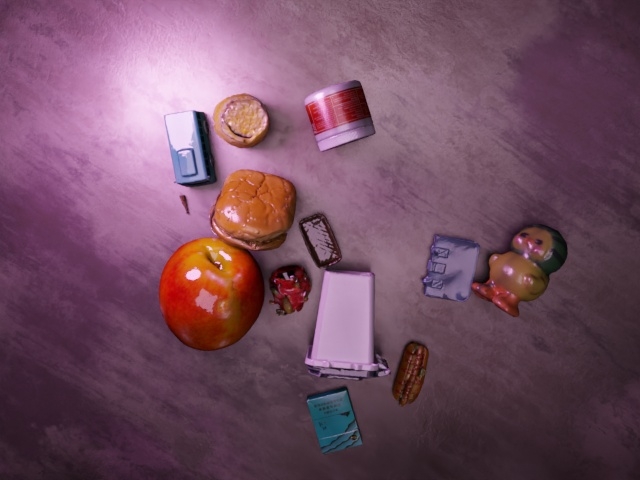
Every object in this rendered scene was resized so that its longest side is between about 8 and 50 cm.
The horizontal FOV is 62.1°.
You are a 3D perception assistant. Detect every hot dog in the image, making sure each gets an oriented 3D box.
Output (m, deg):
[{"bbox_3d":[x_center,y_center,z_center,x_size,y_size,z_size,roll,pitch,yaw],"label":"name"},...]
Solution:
[{"bbox_3d":[0.337,0.504,1.972,0.104,0.076,0.250,17,96,-2],"label":"hot dog"}]

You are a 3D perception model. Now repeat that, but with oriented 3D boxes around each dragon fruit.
[{"bbox_3d":[-0.114,0.182,1.900,0.167,0.160,0.172,-19,105,-38],"label":"dragon fruit"}]

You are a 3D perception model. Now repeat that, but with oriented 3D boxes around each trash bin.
[{"bbox_3d":[0.107,0.290,1.875,0.296,0.256,0.367,5,90,3],"label":"trash bin"}]

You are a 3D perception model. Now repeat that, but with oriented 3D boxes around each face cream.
[{"bbox_3d":[0.065,-0.416,1.780,0.201,0.201,0.187,-18,98,4],"label":"face cream"}]

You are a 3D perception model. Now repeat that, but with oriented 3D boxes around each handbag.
[{"bbox_3d":[0.464,0.100,1.917,0.179,0.062,0.229,9,99,4],"label":"handbag"}]

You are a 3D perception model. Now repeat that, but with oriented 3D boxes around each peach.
[{"bbox_3d":[-0.371,0.191,1.810,0.388,0.388,0.388,0,98,2],"label":"peach"}]

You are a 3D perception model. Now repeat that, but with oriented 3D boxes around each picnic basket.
[{"bbox_3d":[0.000,0.000,1.917,0.110,0.055,0.193,-22,98,6],"label":"picnic basket"}]

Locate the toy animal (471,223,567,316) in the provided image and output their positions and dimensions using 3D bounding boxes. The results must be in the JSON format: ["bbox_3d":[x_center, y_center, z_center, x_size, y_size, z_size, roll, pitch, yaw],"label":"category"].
[{"bbox_3d":[0.710,0.102,1.847,0.191,0.216,0.338,35,93,-39],"label":"toy animal"}]

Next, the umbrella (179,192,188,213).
[{"bbox_3d":[-0.494,-0.136,1.928,0.020,0.031,0.083,-17,101,-28],"label":"umbrella"}]

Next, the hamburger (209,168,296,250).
[{"bbox_3d":[-0.228,-0.104,1.799,0.319,0.318,0.158,11,139,0],"label":"hamburger"}]

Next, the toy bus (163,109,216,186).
[{"bbox_3d":[-0.451,-0.314,1.840,0.128,0.147,0.256,-8,97,5],"label":"toy bus"}]

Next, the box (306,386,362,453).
[{"bbox_3d":[0.054,0.685,2.023,0.161,0.042,0.226,-15,97,5],"label":"box"}]

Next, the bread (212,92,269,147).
[{"bbox_3d":[-0.269,-0.409,1.810,0.197,0.170,0.197,-2,98,-11],"label":"bread"}]
